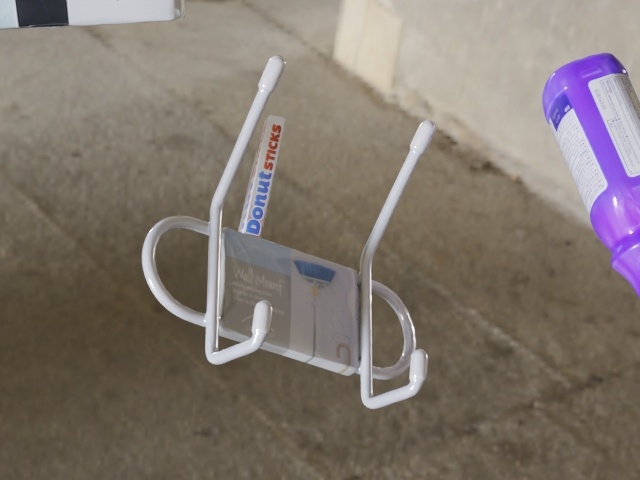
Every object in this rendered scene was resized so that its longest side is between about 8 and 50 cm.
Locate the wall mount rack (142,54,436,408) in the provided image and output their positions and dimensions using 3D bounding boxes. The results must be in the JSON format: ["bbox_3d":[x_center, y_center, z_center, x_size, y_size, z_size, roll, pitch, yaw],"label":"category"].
[{"bbox_3d":[0.000,0.000,1.439,0.350,0.130,0.304,20,59,-35],"label":"wall mount rack"}]

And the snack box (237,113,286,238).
[{"bbox_3d":[-0.069,-0.043,1.529,0.022,0.178,0.064,14,-10,-10],"label":"snack box"}]

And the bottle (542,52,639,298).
[{"bbox_3d":[0.320,-0.053,1.477,0.092,0.118,0.283,-19,69,-2],"label":"bottle"}]

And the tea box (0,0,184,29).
[{"bbox_3d":[-0.258,-0.329,0.933,0.323,0.329,0.220,-3,43,-6],"label":"tea box"}]
